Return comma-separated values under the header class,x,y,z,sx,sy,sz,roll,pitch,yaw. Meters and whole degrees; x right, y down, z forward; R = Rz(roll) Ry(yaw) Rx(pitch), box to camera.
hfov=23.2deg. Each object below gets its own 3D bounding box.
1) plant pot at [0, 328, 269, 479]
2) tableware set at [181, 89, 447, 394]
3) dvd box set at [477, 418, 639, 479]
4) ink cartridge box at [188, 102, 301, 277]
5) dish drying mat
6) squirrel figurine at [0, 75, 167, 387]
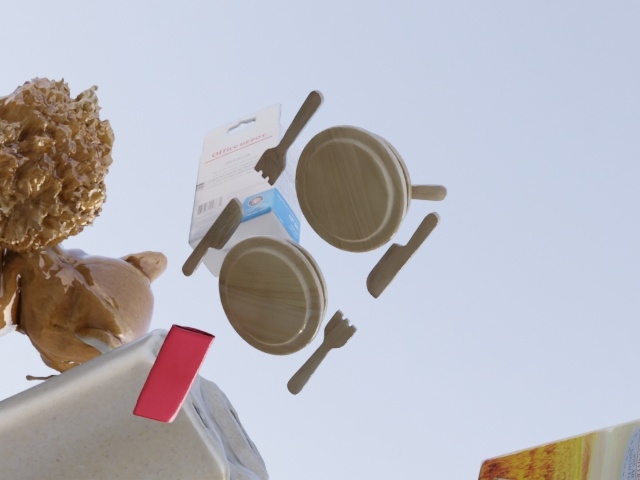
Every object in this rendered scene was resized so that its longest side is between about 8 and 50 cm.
class,x,y,z,sx,sy,sz,roll,pitch,yaw
plant pot,-0.220,0.252,1.491,0.334,0.305,0.334,57,3,-4
tableware set,0.000,0.000,1.062,0.128,0.039,0.194,47,-56,14
dvd box set,0.260,0.322,1.431,0.062,0.307,0.420,21,-23,-21
ink cartridge box,-0.075,-0.056,1.653,0.104,0.180,0.060,-20,-51,21
dish drying mat,-0.102,0.092,1.077,0.008,0.032,0.083,-96,-152,-56
squirrel figurine,-0.366,0.003,1.833,0.370,0.281,0.397,23,-55,5
